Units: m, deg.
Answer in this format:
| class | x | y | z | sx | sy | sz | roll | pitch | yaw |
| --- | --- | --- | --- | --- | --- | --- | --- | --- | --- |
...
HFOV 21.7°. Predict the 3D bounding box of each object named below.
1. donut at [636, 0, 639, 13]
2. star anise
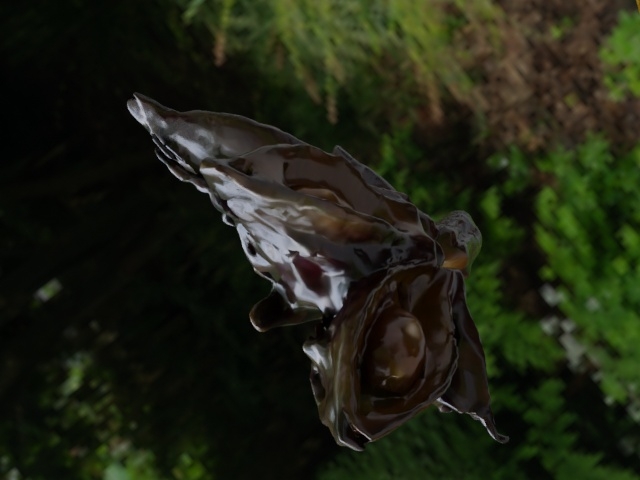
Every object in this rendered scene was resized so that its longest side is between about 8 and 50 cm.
| class | x | y | z | sx | sy | sz | roll | pitch | yaw |
| --- | --- | --- | --- | --- | --- | --- | --- | --- | --- |
| donut | 0.196 | -0.105 | 0.615 | 0.226 | 0.113 | 0.227 | 171 | 90 | -84 |
| star anise | 0.003 | -0.003 | 0.585 | 0.157 | 0.053 | 0.212 | 39 | -159 | -16 |
